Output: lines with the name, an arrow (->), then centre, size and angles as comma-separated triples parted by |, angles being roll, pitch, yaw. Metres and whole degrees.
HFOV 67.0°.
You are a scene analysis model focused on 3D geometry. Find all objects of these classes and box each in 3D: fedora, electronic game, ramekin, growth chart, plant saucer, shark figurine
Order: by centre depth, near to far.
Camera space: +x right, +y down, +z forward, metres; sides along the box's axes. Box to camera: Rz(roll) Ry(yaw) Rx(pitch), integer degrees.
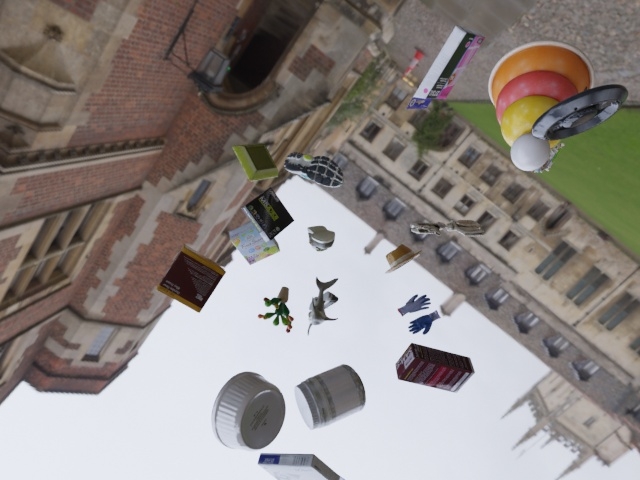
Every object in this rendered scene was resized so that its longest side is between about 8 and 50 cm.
electronic game -> 0.657, -0.323, 1.233 | 0.229, 0.229, 0.048 | 10, -119, -55
ramekin -> -0.240, 0.611, 1.706 | 0.127, 0.272, 0.273 | 4, 172, 41
shark figurine -> 0.017, 0.270, 1.893 | 0.116, 0.166, 0.278 | 9, -153, 5
fedora -> 0.334, 0.067, 2.032 | 0.079, 0.194, 0.194 | 58, -158, 9
plant saucer -> -0.288, -0.375, 2.237 | 0.188, 0.045, 0.188 | -20, -100, -48
growth chart -> 1.062, -0.393, 2.272 | 0.237, 0.171, 0.021 | -2, -149, -47

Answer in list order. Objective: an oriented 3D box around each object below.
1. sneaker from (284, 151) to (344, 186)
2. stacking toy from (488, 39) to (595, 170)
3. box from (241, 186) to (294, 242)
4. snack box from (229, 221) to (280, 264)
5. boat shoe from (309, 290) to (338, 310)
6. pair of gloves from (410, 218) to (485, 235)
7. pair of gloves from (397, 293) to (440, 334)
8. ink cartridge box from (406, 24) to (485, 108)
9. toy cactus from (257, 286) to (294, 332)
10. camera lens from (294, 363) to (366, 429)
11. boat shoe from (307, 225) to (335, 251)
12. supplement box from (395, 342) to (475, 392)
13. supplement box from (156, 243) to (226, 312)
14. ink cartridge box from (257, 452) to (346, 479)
sneaker -> -0.012, -0.274, 1.880 | 0.275, 0.107, 0.110 | 27, 180, 33
stacking toy -> 0.725, -0.408, 1.644 | 0.351, 0.351, 0.479 | 33, -123, -16
box -> -0.231, -0.115, 2.154 | 0.184, 0.045, 0.190 | -42, -79, -39
snack box -> -0.319, 0.007, 2.363 | 0.070, 0.175, 0.207 | -109, -8, -47
boat shoe -> 0.014, 0.324, 2.478 | 0.070, 0.219, 0.077 | 27, -121, -20
pair of gloves -> 0.440, -0.050, 1.695 | 0.240, 0.042, 0.204 | 2, -170, 8
pair of gloves -> 0.449, 0.336, 2.191 | 0.023, 0.159, 0.198 | 56, -174, -47
ink cartridge box -> 0.505, -0.681, 1.973 | 0.176, 0.370, 0.069 | -18, -121, -46
toy cactus -> -0.176, 0.285, 2.064 | 0.219, 0.112, 0.180 | 44, -133, -40
camera lens -> 0.047, 0.690, 2.149 | 0.275, 0.219, 0.219 | -16, -134, -21
boat shoe -> 0.005, -0.001, 2.229 | 0.109, 0.091, 0.305 | -7, -167, -10
supplement box -> 0.401, 0.450, 1.704 | 0.240, 0.130, 0.073 | 17, -145, -14
supplement box -> -0.512, 0.149, 1.922 | 0.191, 0.194, 0.129 | 33, 176, -16
ink cartridge box -> -0.058, 0.766, 1.590 | 0.224, 0.224, 0.045 | 51, -141, -33
